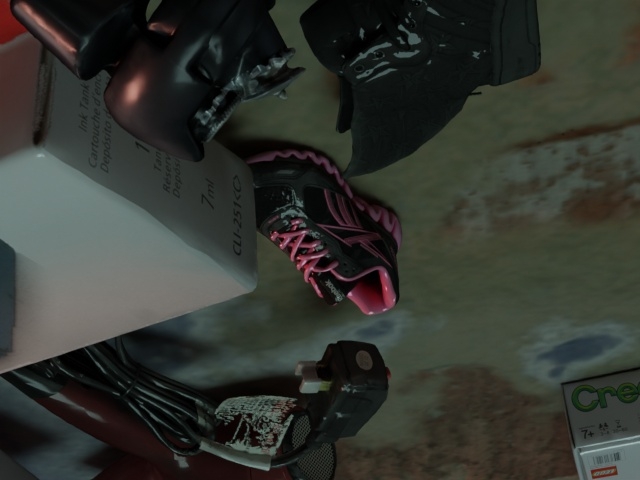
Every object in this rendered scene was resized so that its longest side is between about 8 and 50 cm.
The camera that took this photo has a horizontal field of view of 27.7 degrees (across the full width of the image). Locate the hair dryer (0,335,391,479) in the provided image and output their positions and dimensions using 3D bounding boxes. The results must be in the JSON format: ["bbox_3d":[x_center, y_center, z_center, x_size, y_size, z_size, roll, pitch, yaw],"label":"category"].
[{"bbox_3d":[-0.095,0.104,0.770,0.223,0.080,0.293,17,140,-5],"label":"hair dryer"}]

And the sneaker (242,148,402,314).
[{"bbox_3d":[0.000,0.000,0.608,0.047,0.057,0.119,-27,142,32],"label":"sneaker"}]

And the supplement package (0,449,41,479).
[{"bbox_3d":[-0.321,0.228,0.765,0.293,0.175,0.177,-23,129,25],"label":"supplement package"}]

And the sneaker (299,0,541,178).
[{"bbox_3d":[0.033,-0.087,0.478,0.089,0.051,0.170,-15,151,5],"label":"sneaker"}]

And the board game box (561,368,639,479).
[{"bbox_3d":[0.327,0.129,0.885,0.305,0.053,0.193,-13,147,9],"label":"board game box"}]

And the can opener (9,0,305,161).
[{"bbox_3d":[-0.037,-0.071,0.405,0.059,0.186,0.073,-41,96,12],"label":"can opener"}]

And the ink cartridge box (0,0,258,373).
[{"bbox_3d":[-0.217,-0.014,0.517,0.296,0.066,0.261,-19,147,26],"label":"ink cartridge box"}]
